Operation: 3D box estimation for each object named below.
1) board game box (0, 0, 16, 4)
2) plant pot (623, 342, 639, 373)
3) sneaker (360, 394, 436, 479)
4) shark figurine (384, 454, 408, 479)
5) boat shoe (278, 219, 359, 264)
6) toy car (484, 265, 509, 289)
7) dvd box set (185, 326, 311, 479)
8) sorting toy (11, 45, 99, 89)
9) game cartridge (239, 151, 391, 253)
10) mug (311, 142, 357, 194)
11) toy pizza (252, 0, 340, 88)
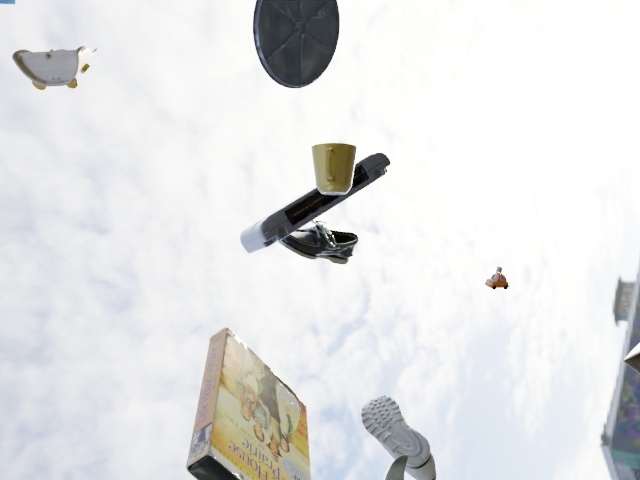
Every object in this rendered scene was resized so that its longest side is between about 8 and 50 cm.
[{"bbox_3d":[-0.405,-0.474,0.675,0.086,0.302,0.308,-6,-94,-22],"label":"board game box"},{"bbox_3d":[0.686,0.221,1.208,0.096,0.109,0.109,-47,-14,-24],"label":"plant pot"},{"bbox_3d":[0.162,0.419,1.302,0.090,0.235,0.094,-33,-60,-6],"label":"sneaker"},{"bbox_3d":[0.189,0.505,1.118,0.166,0.278,0.116,-60,-21,-16],"label":"shark figurine"},{"bbox_3d":[0.000,0.000,1.407,0.255,0.095,0.079,15,-68,-47],"label":"boat shoe"},{"bbox_3d":[0.435,0.086,1.544,0.122,0.060,0.040,-78,-7,-74],"label":"toy car"},{"bbox_3d":[-0.134,0.401,1.302,0.307,0.062,0.420,49,-168,-20],"label":"dvd box set"},{"bbox_3d":[-0.298,-0.211,0.725,0.075,0.083,0.044,-73,-20,-53],"label":"sorting toy"},{"bbox_3d":[-0.018,-0.073,1.223,0.297,0.198,0.062,-33,-80,-21],"label":"game cartridge"},{"bbox_3d":[0.013,-0.095,0.826,0.078,0.062,0.064,3,-93,-48],"label":"mug"},{"bbox_3d":[-0.042,-0.355,1.024,0.201,0.032,0.201,-23,-58,-42],"label":"toy pizza"}]
